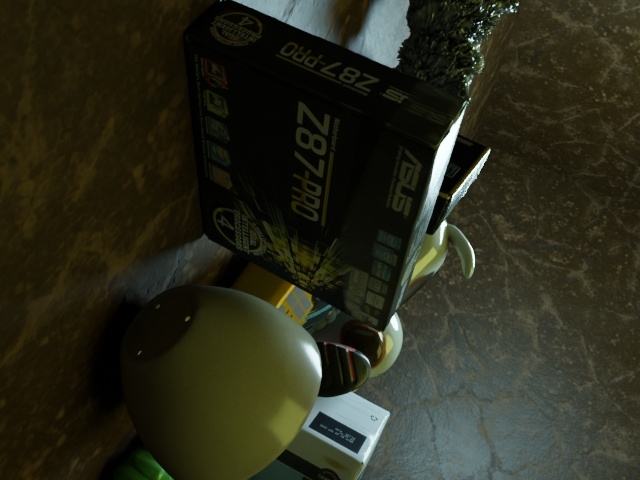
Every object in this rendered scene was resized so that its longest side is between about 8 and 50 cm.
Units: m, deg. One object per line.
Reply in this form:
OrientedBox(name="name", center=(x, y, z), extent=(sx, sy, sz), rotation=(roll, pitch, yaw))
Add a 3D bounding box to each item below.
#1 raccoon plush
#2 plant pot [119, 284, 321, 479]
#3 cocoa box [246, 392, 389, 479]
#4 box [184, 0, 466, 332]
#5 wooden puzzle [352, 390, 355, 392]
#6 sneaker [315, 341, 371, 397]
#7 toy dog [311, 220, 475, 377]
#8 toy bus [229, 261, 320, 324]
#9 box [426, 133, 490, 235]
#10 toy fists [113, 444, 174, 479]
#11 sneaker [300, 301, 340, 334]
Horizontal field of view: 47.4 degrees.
OrientedBox(name="raccoon plush", center=(0.196, -0.455, 1.346), extent=(0.446, 0.216, 0.299), rotation=(44, 65, -46))
OrientedBox(name="plant pot", center=(-0.167, 0.173, 1.019), extent=(0.191, 0.284, 0.284), rotation=(53, 58, -35))
OrientedBox(name="cocoa box", center=(-0.060, 0.449, 1.659), extent=(0.231, 0.347, 0.228), rotation=(-37, 151, -64))
OrientedBox(name="box", center=(-0.010, -0.077, 0.950), extent=(0.097, 0.318, 0.395), rotation=(-56, 165, -33))
OrientedBox(name="wooden puzzle", center=(0.026, 0.234, 1.831), extent=(0.044, 0.238, 0.221), rotation=(5, 111, -64))
OrientedBox(name="sneaker", center=(-0.049, 0.258, 1.542), extent=(0.136, 0.313, 0.116), rotation=(-42, 129, -81))
OrientedBox(name="toy dog", center=(0.120, 0.113, 1.679), extent=(0.284, 0.395, 0.408), rotation=(100, 10, -75))
OrientedBox(name="toy bus", center=(-0.115, 0.138, 1.289), extent=(0.333, 0.108, 0.130), rotation=(-53, 148, -16))
OrientedBox(name="box", center=(0.086, -0.151, 1.166), extent=(0.257, 0.321, 0.079), rotation=(-43, 157, -55))
OrientedBox(name="toy fists", center=(-0.322, 0.456, 1.205), extent=(0.279, 0.096, 0.142), rotation=(-56, 161, -8))
OrientedBox(name="sneaker", center=(-0.088, 0.178, 1.419), extent=(0.341, 0.125, 0.140), rotation=(-53, 150, -21))
